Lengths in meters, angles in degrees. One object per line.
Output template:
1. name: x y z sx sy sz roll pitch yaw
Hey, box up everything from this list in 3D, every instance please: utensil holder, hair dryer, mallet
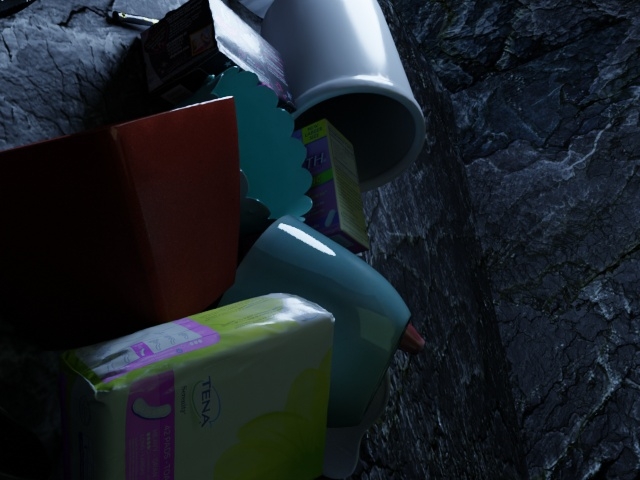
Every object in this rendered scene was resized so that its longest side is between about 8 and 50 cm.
1. utensil holder: 0.035 -0.350 1.454 0.327 0.327 0.385 39 33 -49
2. hair dryer: 0.093 0.137 1.335 0.293 0.080 0.223 36 4 32
3. mallet: -0.306 -0.403 1.169 0.189 0.039 0.062 -7 78 -61

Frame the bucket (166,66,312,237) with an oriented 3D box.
1. bucket: -0.157 -0.129 1.091 0.281 0.183 0.281 45 35 -44

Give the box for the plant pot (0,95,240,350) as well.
1. plant pot: -0.241 -0.016 0.769 0.267 0.267 0.236 -45 124 -63

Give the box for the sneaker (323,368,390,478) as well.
1. sneaker: 0.053 0.288 1.195 0.147 0.104 0.296 -86 -170 -58

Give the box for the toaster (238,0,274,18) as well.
1. toaster: -0.140 -0.652 1.600 0.168 0.110 0.186 5 67 -63

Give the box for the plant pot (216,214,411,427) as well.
1. plant pot: -0.005 0.143 0.975 0.293 0.235 0.293 -59 167 -23

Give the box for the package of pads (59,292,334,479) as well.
1. package of pads: -0.120 0.189 0.690 0.296 0.101 0.229 -11 113 -43

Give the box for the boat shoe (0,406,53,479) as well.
1. boat shoe: -0.349 0.158 0.608 0.233 0.079 0.084 57 29 -23

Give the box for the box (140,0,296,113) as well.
1. box: -0.184 -0.309 1.190 0.247 0.163 0.142 26 45 -57

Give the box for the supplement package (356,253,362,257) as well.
1. supplement package: 0.000 0.000 1.409 0.179 0.105 0.105 7 65 -63

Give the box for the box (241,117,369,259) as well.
1. box: -0.039 -0.074 1.252 0.117 0.213 0.243 33 43 -53

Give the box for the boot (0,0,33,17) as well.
1. boot: -0.436 -0.343 0.844 0.099 0.045 0.121 57 28 -19
